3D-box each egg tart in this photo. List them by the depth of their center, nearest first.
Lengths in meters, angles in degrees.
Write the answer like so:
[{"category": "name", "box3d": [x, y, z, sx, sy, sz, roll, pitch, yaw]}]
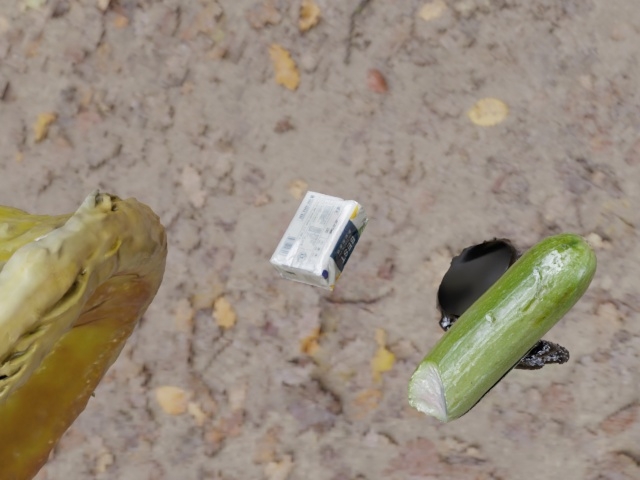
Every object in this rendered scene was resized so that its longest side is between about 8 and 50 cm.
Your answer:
[{"category": "egg tart", "box3d": [-0.261, 0.104, 0.791, 0.169, 0.388, 0.388, 37, 101, 0]}]

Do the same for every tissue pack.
[{"category": "tissue pack", "box3d": [0.000, 0.000, 1.069, 0.062, 0.042, 0.083, 12, 64, 31]}]

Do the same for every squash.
[{"category": "squash", "box3d": [0.164, 0.083, 1.069, 0.239, 0.069, 0.069, -50, 60, 23]}]

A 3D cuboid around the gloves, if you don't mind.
[{"category": "gloves", "box3d": [0.199, 0.088, 1.254, 0.106, 0.180, 0.129, -20, 45, 15]}]
